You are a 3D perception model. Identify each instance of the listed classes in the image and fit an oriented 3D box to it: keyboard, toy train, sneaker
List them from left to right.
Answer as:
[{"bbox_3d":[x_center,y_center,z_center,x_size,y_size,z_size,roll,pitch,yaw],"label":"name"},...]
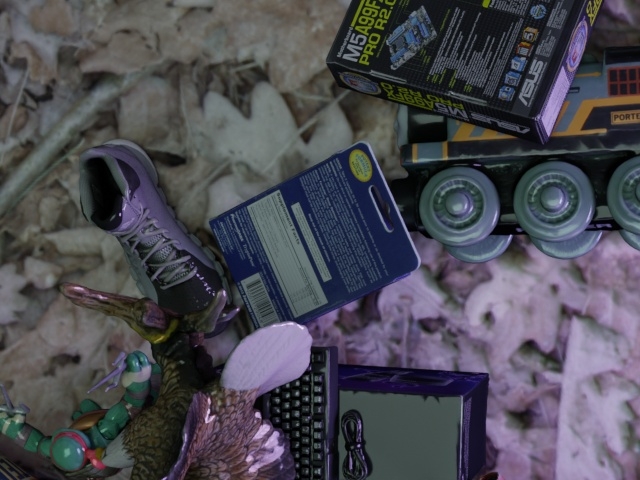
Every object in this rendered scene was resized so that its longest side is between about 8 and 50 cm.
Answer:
[{"bbox_3d":[-0.178,0.003,1.856,0.086,0.132,0.228,-35,85,11],"label":"sneaker"},{"bbox_3d":[-0.010,0.185,1.695,0.108,0.023,0.180,1,92,12],"label":"keyboard"},{"bbox_3d":[0.226,-0.083,1.772,0.334,0.142,0.190,-3,79,15],"label":"toy train"}]

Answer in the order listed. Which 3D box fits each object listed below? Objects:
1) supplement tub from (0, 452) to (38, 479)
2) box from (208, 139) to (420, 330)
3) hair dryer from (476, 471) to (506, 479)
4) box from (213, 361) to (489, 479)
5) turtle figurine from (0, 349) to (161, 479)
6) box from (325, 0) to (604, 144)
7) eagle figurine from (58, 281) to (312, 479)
[{"bbox_3d":[-0.303,0.365,1.843,0.325,0.235,0.235,35,99,9],"label":"supplement tub"},{"bbox_3d":[0.000,0.000,1.819,0.225,0.036,0.136,-26,86,40],"label":"box"},{"bbox_3d":[0.171,0.359,1.736,0.224,0.080,0.293,0,96,-18],"label":"hair dryer"},{"bbox_3d":[0.020,0.175,1.794,0.261,0.184,0.103,3,91,12],"label":"box"},{"bbox_3d":[-0.227,0.177,1.820,0.175,0.234,0.118,-16,88,12],"label":"turtle figurine"},{"bbox_3d":[0.155,-0.245,1.752,0.216,0.060,0.270,17,75,21],"label":"box"},{"bbox_3d":[-0.129,0.202,1.630,0.226,0.225,0.298,3,72,-12],"label":"eagle figurine"}]
